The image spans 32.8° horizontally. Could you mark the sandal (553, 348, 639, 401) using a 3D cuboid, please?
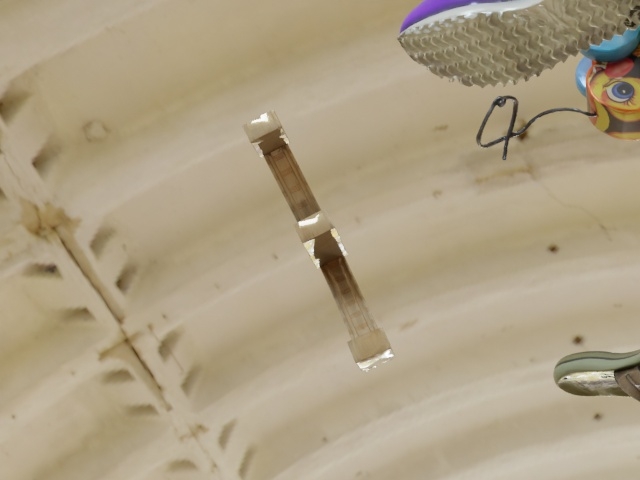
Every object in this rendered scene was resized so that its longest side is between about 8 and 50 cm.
[{"bbox_3d":[0.445,0.201,1.473,0.120,0.303,0.086,36,-120,-25],"label":"sandal"}]

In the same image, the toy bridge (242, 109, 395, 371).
[{"bbox_3d":[0.000,0.000,0.719,0.026,0.188,0.063,-26,-21,1],"label":"toy bridge"}]

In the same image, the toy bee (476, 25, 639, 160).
[{"bbox_3d":[0.335,-0.166,1.156,0.298,0.162,0.195,-55,-30,5],"label":"toy bee"}]

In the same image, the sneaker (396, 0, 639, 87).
[{"bbox_3d":[0.204,-0.239,0.961,0.102,0.293,0.146,37,-128,-37],"label":"sneaker"}]
